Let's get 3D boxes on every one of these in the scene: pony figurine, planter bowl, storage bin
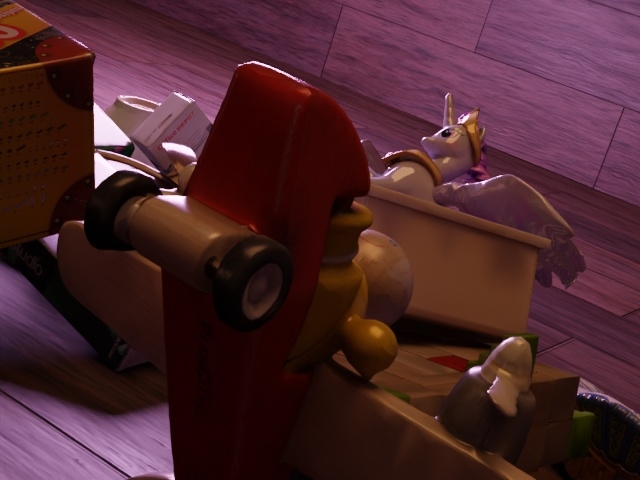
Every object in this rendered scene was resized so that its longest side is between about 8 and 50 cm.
[{"bbox_3d":[0.163,-0.020,1.622,0.363,0.303,0.351,-24,78,-29],"label":"pony figurine"},{"bbox_3d":[-0.324,-0.191,2.002,0.162,0.109,0.162,16,16,-5],"label":"planter bowl"},{"bbox_3d":[0.071,0.034,1.302,0.262,0.123,0.260,15,-10,-31],"label":"storage bin"}]

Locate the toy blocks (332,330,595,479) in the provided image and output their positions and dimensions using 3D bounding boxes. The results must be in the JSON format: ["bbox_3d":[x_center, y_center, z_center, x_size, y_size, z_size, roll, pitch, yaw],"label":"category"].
[{"bbox_3d":[0.074,0.159,1.173,0.260,0.191,0.381,16,9,42],"label":"toy blocks"}]

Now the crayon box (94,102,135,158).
[{"bbox_3d":[-0.448,-0.205,1.816,0.278,0.081,0.165,45,26,22],"label":"crayon box"}]

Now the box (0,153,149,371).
[{"bbox_3d":[-0.251,0.011,1.332,0.322,0.058,0.232,40,24,22],"label":"box"}]

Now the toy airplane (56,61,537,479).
[{"bbox_3d":[-0.025,0.092,0.868,0.272,0.384,0.386,-31,90,-42],"label":"toy airplane"}]

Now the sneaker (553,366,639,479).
[{"bbox_3d":[0.318,0.212,1.317,0.131,0.112,0.296,3,22,-44],"label":"sneaker"}]

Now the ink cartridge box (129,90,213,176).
[{"bbox_3d":[-0.223,-0.154,1.861,0.063,0.109,0.150,32,-15,42],"label":"ink cartridge box"}]

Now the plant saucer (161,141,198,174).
[{"bbox_3d":[-0.163,-0.063,1.634,0.199,0.036,0.198,59,-4,7],"label":"plant saucer"}]

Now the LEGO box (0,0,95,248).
[{"bbox_3d":[-0.523,-0.114,1.098,0.500,0.193,0.372,-17,36,-36],"label":"LEGO box"}]

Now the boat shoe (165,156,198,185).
[{"bbox_3d":[-0.193,-0.086,1.797,0.302,0.098,0.109,-2,25,-47],"label":"boat shoe"}]

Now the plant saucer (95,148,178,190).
[{"bbox_3d":[-0.289,-0.047,1.547,0.310,0.050,0.311,18,27,-10],"label":"plant saucer"}]

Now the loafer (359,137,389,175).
[{"bbox_3d":[0.069,-0.099,1.990,0.130,0.133,0.366,57,-4,-27],"label":"loafer"}]
